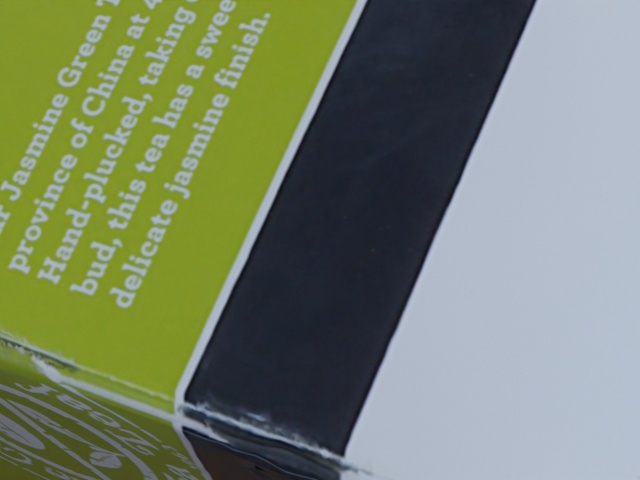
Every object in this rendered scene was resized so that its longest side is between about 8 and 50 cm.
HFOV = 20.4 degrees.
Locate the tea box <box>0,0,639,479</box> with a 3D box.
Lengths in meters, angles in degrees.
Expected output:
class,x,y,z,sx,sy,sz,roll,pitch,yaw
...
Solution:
class,x,y,z,sx,sy,sz,roll,pitch,yaw
tea box,0.000,0.000,0.536,0.324,0.220,0.329,18,-21,19
